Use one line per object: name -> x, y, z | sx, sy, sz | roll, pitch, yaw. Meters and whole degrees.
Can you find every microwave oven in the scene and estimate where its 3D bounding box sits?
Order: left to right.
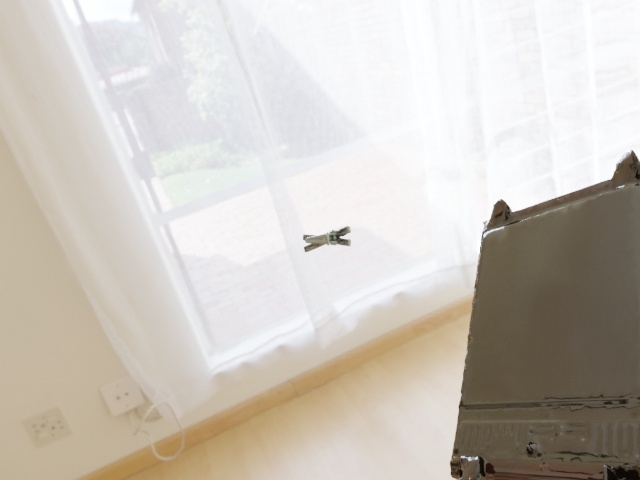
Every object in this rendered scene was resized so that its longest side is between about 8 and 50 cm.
microwave oven -> 0.230, 0.090, 0.422 | 0.188, 0.178, 0.247 | -25, 41, 51

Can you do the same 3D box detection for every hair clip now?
hair clip -> 0.000, -0.001, 0.840 | 0.039, 0.030, 0.115 | 4, -8, -31
